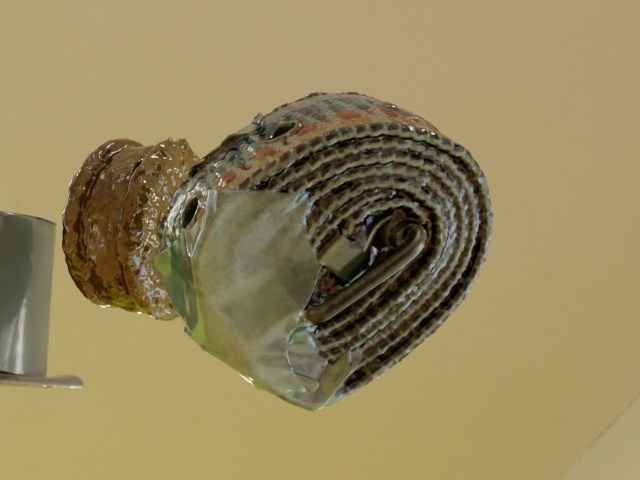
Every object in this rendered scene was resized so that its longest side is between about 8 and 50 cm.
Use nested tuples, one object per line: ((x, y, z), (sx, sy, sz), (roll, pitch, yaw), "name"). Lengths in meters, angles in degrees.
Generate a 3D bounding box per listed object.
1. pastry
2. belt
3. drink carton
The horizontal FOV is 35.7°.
((-0.178, -0.013, 1.009), (0.103, 0.189, 0.189), (6, -61, 24), "pastry")
((0.000, 0.000, 0.785), (0.257, 0.150, 0.207), (-35, -64, -5), "belt")
((-0.372, 0.067, 1.067), (0.191, 0.185, 0.190), (-2, -96, 21), "drink carton")
